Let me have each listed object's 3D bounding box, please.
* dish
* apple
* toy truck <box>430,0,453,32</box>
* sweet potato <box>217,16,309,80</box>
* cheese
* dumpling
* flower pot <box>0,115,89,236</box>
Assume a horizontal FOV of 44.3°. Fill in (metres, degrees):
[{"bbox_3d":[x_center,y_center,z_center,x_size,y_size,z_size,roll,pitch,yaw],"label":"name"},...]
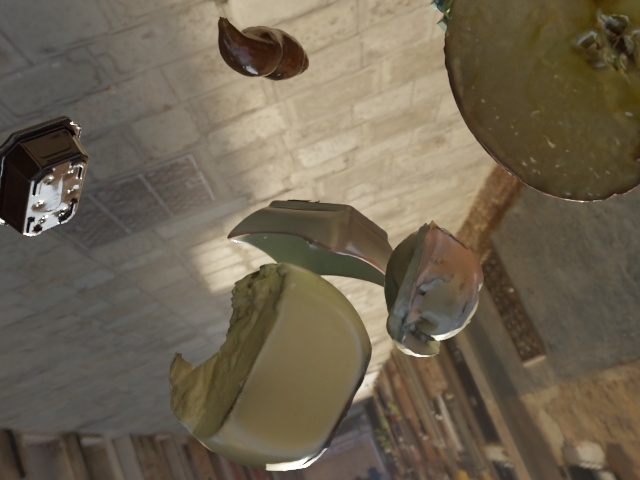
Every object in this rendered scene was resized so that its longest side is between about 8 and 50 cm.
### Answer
[{"bbox_3d":[0.000,0.000,1.040,0.212,0.077,0.151,6,160,45],"label":"dish"},{"bbox_3d":[0.279,-0.191,0.716,0.293,0.251,0.163,-25,-176,36],"label":"apple"},{"bbox_3d":[0.197,-0.285,0.834,0.169,0.077,0.100,-49,-169,-5],"label":"toy truck"},{"bbox_3d":[-0.055,-0.186,0.783,0.058,0.055,0.202,-11,-174,18],"label":"sweet potato"},{"bbox_3d":[-0.060,0.168,1.047,0.233,0.266,0.127,33,165,-22],"label":"cheese"},{"bbox_3d":[0.121,0.063,0.874,0.118,0.136,0.199,10,159,26],"label":"dumpling"},{"bbox_3d":[-0.510,-0.103,1.456,0.179,0.084,0.251,-32,161,-42],"label":"flower pot"}]
